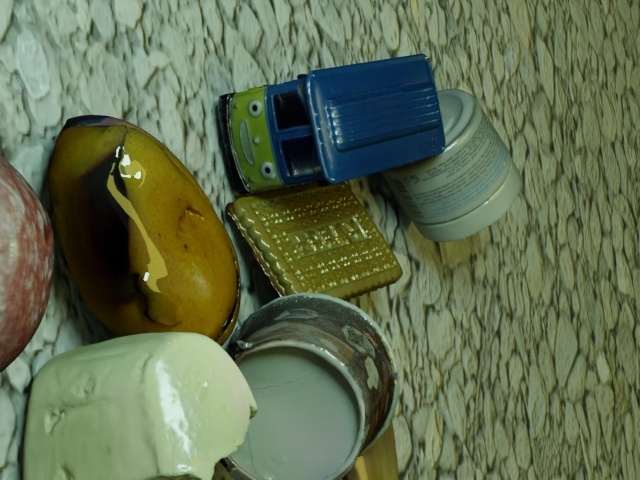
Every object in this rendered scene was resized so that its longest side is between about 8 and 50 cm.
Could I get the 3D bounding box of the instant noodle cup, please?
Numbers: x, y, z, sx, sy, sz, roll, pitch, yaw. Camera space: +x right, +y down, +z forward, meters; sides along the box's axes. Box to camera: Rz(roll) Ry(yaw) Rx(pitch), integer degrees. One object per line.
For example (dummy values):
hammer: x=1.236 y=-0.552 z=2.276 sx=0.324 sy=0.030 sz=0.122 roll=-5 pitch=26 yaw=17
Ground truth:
instant noodle cup: x=-0.024 y=0.177 z=1.399 sx=0.207 sy=0.217 sz=0.217 roll=-41 pitch=120 yaw=-81

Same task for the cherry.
cherry: x=-0.342 y=0.015 z=1.061 sx=0.285 sy=0.212 sz=0.236 roll=-46 pitch=144 yaw=-73

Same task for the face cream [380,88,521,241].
face cream: x=0.182 y=-0.111 z=1.814 sx=0.153 sy=0.177 sz=0.177 roll=55 pitch=45 yaw=-30

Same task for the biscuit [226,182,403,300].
biscuit: x=0.000 y=0.000 z=1.611 sx=0.254 sy=0.029 sz=0.172 roll=-16 pitch=69 yaw=-54

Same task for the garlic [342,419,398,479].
garlic: x=0.026 y=0.201 z=1.581 sx=0.143 sy=0.112 sz=0.318 roll=7 pitch=56 yaw=-63

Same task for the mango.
mango: x=-0.185 y=-0.002 z=1.320 sx=0.201 sy=0.152 sz=0.287 roll=-40 pitch=115 yaw=-49

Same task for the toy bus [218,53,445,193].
toy bus: x=0.020 y=-0.150 z=1.604 sx=0.287 sy=0.175 sz=0.138 roll=-19 pitch=100 yaw=-53

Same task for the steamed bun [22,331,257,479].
steamed bun: x=-0.168 y=0.197 z=1.246 sx=0.170 sy=0.225 sz=0.200 roll=20 pitch=64 yaw=-50
